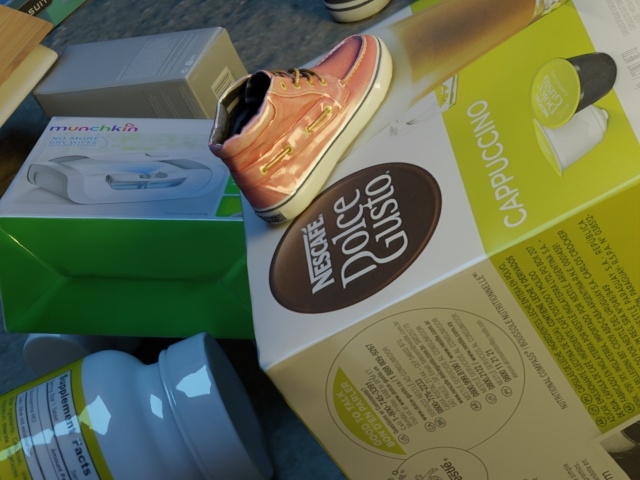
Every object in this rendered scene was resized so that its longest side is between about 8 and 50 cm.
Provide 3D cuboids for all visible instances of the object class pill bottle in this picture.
[{"bbox_3d":[-0.221,0.051,1.696,0.118,0.117,0.208,-5,42,29],"label":"pill bottle"},{"bbox_3d":[-0.220,0.210,1.437,0.334,0.188,0.188,-24,35,4],"label":"pill bottle"}]

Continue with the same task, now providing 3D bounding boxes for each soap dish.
[{"bbox_3d":[-0.460,-0.145,1.972,0.229,0.118,0.291,-20,30,57],"label":"soap dish"}]

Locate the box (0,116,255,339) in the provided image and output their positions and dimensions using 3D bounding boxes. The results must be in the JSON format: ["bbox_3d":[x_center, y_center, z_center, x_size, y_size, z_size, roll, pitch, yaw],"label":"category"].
[{"bbox_3d":[-0.144,-0.015,1.543,0.262,0.126,0.231,1,28,7],"label":"box"}]

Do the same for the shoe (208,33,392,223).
[{"bbox_3d":[-0.013,-0.102,1.189,0.063,0.081,0.178,-1,48,43],"label":"shoe"}]

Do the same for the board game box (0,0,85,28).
[{"bbox_3d":[-0.528,-0.330,2.412,0.336,0.079,0.254,18,56,46],"label":"board game box"}]

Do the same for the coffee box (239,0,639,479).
[{"bbox_3d":[0.161,0.027,1.253,0.334,0.338,0.337,-28,34,13],"label":"coffee box"}]

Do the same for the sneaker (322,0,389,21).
[{"bbox_3d":[0.060,-0.415,2.086,0.126,0.127,0.321,-12,37,24],"label":"sneaker"}]

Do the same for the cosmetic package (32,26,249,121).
[{"bbox_3d":[-0.203,-0.164,1.947,0.238,0.127,0.107,2,46,34],"label":"cosmetic package"}]

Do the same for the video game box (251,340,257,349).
[{"bbox_3d":[0.000,0.000,1.674,0.187,0.048,0.205,-26,35,8],"label":"video game box"}]
